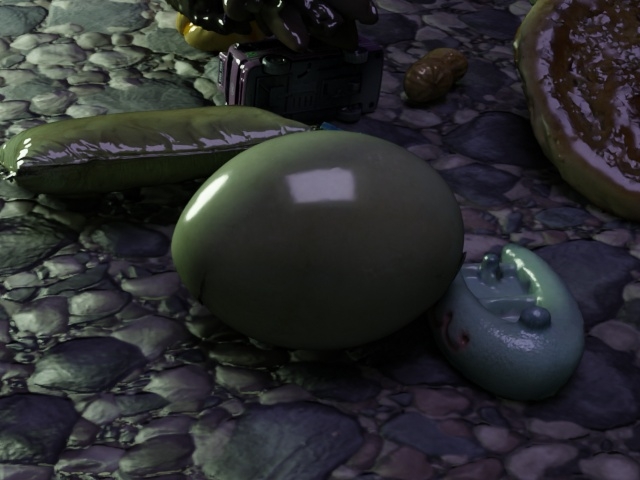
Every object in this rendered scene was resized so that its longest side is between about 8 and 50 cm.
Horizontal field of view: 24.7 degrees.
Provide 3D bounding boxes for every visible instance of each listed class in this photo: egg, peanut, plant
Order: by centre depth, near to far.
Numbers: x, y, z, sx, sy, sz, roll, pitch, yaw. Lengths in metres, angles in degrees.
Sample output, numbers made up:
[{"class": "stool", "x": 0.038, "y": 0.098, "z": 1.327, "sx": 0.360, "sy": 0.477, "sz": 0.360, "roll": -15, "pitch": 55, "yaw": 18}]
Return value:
[{"class": "egg", "x": 0.000, "y": 0.000, "z": 1.240, "sx": 0.253, "sy": 0.186, "sz": 0.186, "roll": -1, "pitch": 33, "yaw": -10}, {"class": "plant", "x": -0.072, "y": -0.304, "z": 1.583, "sx": 0.182, "sy": 0.194, "sz": 0.321, "roll": -26, "pitch": 33, "yaw": -28}, {"class": "peanut", "x": 0.134, "y": -0.193, "z": 1.695, "sx": 0.054, "sy": 0.054, "sz": 0.113, "roll": 22, "pitch": 36, "yaw": 24}]

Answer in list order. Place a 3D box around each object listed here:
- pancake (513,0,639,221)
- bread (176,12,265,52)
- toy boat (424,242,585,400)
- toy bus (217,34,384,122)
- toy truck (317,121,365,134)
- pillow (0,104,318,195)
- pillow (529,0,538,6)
[{"class": "pancake", "x": 0.375, "y": -0.178, "z": 1.566, "sx": 0.356, "sy": 0.065, "sz": 0.356, "roll": -2, "pitch": 55, "yaw": 2}, {"class": "bread", "x": -0.112, "y": -0.293, "z": 1.782, "sx": 0.119, "sy": 0.084, "sz": 0.177, "roll": 6, "pitch": 36, "yaw": 2}, {"class": "toy boat", "x": 0.162, "y": 0.055, "z": 1.286, "sx": 0.134, "sy": 0.079, "sz": 0.207, "roll": 2, "pitch": 31, "yaw": -11}, {"class": "toy bus", "x": -0.024, "y": -0.179, "z": 1.615, "sx": 0.178, "sy": 0.087, "sz": 0.098, "roll": -12, "pitch": 34, "yaw": -30}, {"class": "toy truck", "x": 0.006, "y": -0.046, "z": 1.426, "sx": 0.081, "sy": 0.067, "sz": 0.175, "roll": 18, "pitch": 35, "yaw": 9}, {"class": "pillow", "x": -0.170, "y": -0.091, "z": 1.434, "sx": 0.302, "sy": 0.075, "sz": 0.185, "roll": -9, "pitch": 9, "yaw": -18}, {"class": "pillow", "x": 0.428, "y": -0.230, "z": 1.730, "sx": 0.312, "sy": 0.119, "sz": 0.310, "roll": -2, "pitch": 36, "yaw": -8}]
